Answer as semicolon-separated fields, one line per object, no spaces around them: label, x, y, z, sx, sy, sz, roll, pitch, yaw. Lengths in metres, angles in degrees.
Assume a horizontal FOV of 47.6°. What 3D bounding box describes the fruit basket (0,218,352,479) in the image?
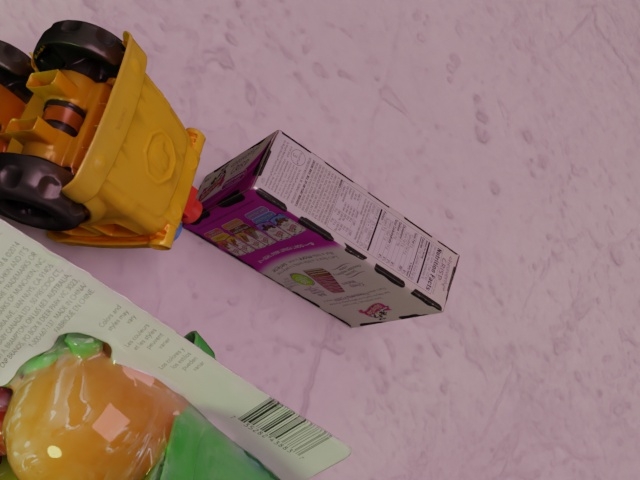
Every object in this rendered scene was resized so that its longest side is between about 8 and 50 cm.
fruit basket;-0.211;0.127;0.494;0.353;0.327;0.165;39;27;-15

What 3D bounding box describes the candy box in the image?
candy box;0.000;0.000;0.731;0.233;0.159;0.071;34;63;-23

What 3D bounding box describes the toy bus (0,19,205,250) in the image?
toy bus;-0.207;-0.060;0.616;0.211;0.220;0.149;47;50;-55
